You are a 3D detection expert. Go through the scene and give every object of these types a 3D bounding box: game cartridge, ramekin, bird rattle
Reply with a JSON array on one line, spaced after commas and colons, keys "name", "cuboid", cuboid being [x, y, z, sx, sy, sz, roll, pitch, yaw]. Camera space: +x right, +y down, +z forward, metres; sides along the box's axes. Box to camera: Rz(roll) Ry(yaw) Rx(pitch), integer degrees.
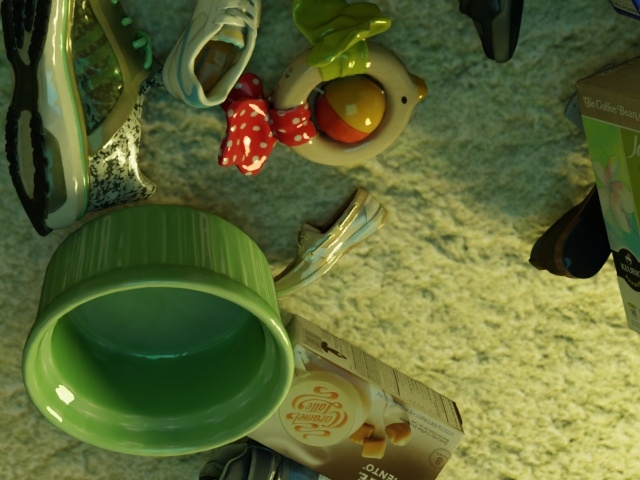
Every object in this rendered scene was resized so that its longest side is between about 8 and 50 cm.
[{"name": "game cartridge", "cuboid": [0.332, -0.168, 1.548, 0.056, 0.017, 0.083, 39, 104, -18]}, {"name": "ramekin", "cuboid": [-0.186, 0.100, 1.505, 0.303, 0.148, 0.303, -3, 134, -3]}, {"name": "bird rattle", "cuboid": [0.006, -0.157, 1.485, 0.207, 0.143, 0.253, 28, 110, -29]}]

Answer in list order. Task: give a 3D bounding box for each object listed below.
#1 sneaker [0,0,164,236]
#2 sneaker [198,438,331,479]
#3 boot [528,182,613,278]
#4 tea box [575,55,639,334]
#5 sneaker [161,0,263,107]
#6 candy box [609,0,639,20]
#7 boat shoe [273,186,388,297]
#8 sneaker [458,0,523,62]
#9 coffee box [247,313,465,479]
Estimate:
[{"name": "sneaker", "cuboid": [-0.253, -0.213, 1.470, 0.182, 0.158, 0.410, -7, 111, -33]}, {"name": "sneaker", "cuboid": [-0.092, 0.362, 1.674, 0.163, 0.086, 0.226, 16, 99, -19]}, {"name": "boot", "cuboid": [0.336, -0.042, 1.571, 0.219, 0.106, 0.082, -45, 103, -17]}, {"name": "tea box", "cuboid": [0.502, -0.072, 1.439, 0.329, 0.220, 0.324, -23, 110, -14]}, {"name": "sneaker", "cuboid": [-0.098, -0.254, 1.440, 0.087, 0.092, 0.229, 15, 98, -30]}, {"name": "candy box", "cuboid": [0.374, -0.437, 1.397, 0.268, 0.122, 0.317, -33, 109, 7]}, {"name": "boat shoe", "cuboid": [0.000, 0.000, 1.573, 0.170, 0.063, 0.059, -40, 104, 1]}, {"name": "sneaker", "cuboid": [0.157, -0.303, 1.462, 0.130, 0.087, 0.228, 1, 133, 24]}, {"name": "coffee box", "cuboid": [0.038, 0.221, 1.629, 0.246, 0.098, 0.141, 30, 104, -12]}]
